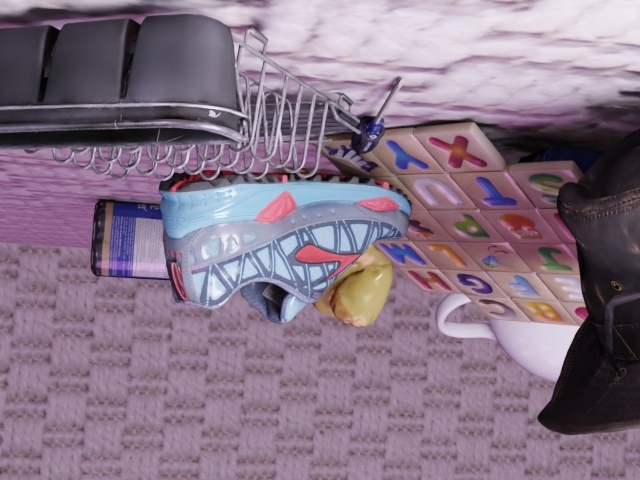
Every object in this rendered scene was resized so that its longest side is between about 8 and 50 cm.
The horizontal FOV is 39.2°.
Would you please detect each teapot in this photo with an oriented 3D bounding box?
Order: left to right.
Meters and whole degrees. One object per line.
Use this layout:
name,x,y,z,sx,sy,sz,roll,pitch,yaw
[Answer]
teapot,0.322,0.060,1.204,0.253,0.256,0.187,22,165,38

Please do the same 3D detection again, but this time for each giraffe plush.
giraffe plush,0.000,0.000,1.047,0.171,0.181,0.210,14,163,-26

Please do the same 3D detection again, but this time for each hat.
hat,0.235,-0.007,0.603,0.331,0.134,0.331,-41,179,-1

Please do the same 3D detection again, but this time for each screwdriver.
screwdriver,0.046,-0.090,0.664,0.025,0.024,0.170,33,170,-6

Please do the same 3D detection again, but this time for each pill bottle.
pill bottle,-0.254,0.004,1.446,0.219,0.122,0.123,4,176,-12

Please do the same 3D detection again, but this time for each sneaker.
sneaker,-0.028,0.004,0.755,0.262,0.125,0.104,-2,-171,-43

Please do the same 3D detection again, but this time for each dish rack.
dish rack,-0.098,-0.078,0.589,0.208,0.074,0.271,2,176,22

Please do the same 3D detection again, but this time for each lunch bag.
lunch bag,0.229,-0.045,0.805,0.099,0.067,0.065,5,176,-15

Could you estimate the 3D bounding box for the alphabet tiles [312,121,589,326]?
alphabet tiles,0.153,-0.001,0.848,0.285,0.011,0.342,1,150,43
